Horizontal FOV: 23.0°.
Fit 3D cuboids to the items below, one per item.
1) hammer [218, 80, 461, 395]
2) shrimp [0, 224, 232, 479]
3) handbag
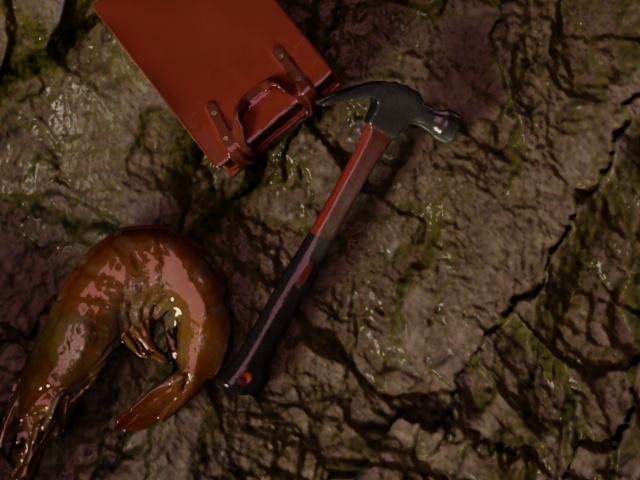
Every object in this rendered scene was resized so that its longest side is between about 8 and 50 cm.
[{"bbox_3d":[0.000,0.000,1.278,0.111,0.033,0.287,27,95,-13],"label":"hammer"},{"bbox_3d":[-0.174,0.101,1.304,0.150,0.068,0.248,39,88,8],"label":"shrimp"},{"bbox_3d":[-0.084,-0.162,1.312,0.127,0.063,0.190,-39,75,5],"label":"handbag"}]
